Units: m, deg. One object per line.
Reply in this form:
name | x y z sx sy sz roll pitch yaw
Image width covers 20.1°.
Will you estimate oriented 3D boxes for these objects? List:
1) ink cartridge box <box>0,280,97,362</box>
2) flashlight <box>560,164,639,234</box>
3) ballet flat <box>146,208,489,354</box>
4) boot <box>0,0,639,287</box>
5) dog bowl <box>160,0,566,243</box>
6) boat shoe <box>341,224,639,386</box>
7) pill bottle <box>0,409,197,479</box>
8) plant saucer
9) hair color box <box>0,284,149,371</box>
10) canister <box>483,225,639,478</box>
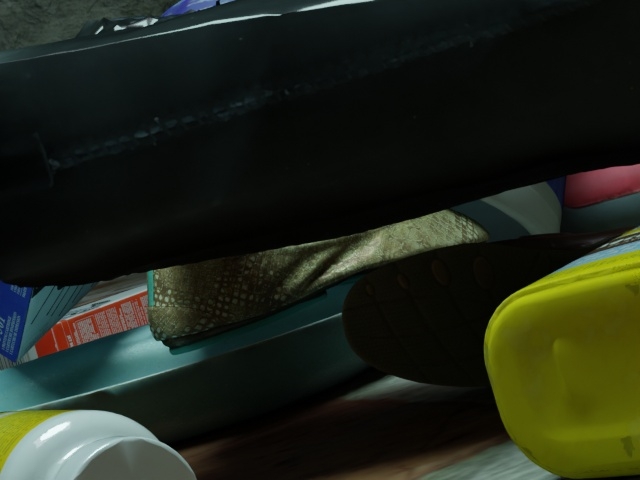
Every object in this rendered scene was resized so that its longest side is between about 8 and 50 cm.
ink cartridge box | -0.145 -0.021 1.168 0.207 0.046 0.097 -48 -14 -42
flashlight | 0.188 -0.050 1.236 0.103 0.103 0.304 22 -24 -30
ballet flat | 0.000 0.000 0.937 0.206 0.067 0.073 -17 2 -34
boot | 0.118 -0.064 0.800 0.445 0.146 0.367 -17 -14 17
dog bowl | 0.016 -0.051 1.081 0.265 0.104 0.265 9 -18 3
boat shoe | 0.099 0.029 0.818 0.178 0.064 0.060 -9 -2 1
pill bottle | -0.085 0.088 0.600 0.065 0.065 0.116 -18 3 -30
plant saucer | -0.087 0.077 1.019 0.317 0.044 0.317 -16 3 1
hair color box | -0.183 0.077 1.373 0.093 0.053 0.167 -15 2 30
canister | 0.146 0.020 0.611 0.126 0.073 0.170 -14 5 36
